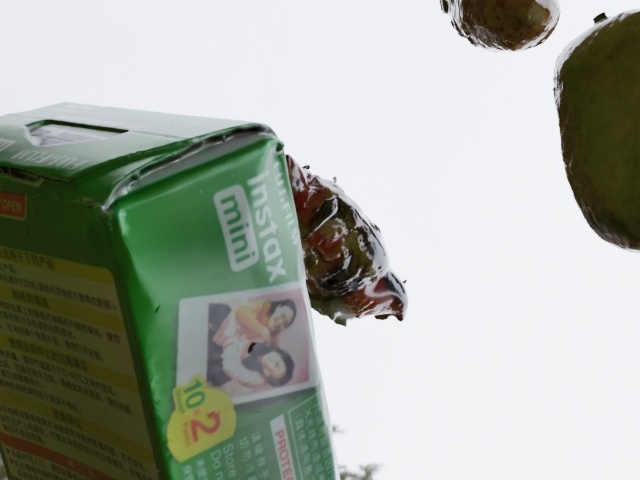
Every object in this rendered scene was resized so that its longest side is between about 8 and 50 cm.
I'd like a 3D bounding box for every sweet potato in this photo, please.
[{"bbox_3d":[0.142,-0.220,1.026,0.355,0.095,0.106,-96,-179,-58],"label":"sweet potato"}]

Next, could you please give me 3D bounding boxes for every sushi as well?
[{"bbox_3d":[-0.004,0.001,1.020,0.103,0.226,0.097,-33,-133,1],"label":"sushi"}]

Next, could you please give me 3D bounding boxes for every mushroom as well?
[{"bbox_3d":[0.344,-0.122,1.335,0.217,0.212,0.292,43,-12,-11],"label":"mushroom"}]

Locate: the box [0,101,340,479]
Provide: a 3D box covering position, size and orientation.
[{"bbox_3d":[-0.087,0.064,0.584,0.180,0.103,0.250,11,-62,44],"label":"box"}]
